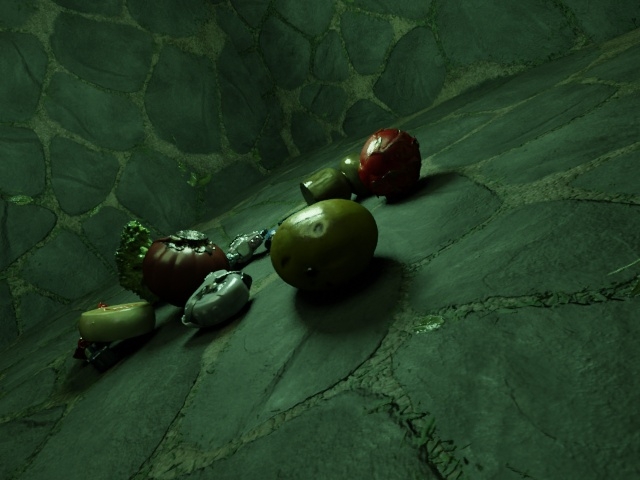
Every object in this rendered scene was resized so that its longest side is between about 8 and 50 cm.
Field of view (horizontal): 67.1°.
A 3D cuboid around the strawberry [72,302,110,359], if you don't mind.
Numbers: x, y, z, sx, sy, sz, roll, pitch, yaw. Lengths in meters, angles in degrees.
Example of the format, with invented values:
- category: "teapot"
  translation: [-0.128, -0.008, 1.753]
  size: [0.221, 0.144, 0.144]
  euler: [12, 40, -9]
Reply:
- category: "strawberry"
  translation: [-0.833, 0.358, 1.818]
  size: [0.190, 0.111, 0.237]
  euler: [-52, 20, 30]

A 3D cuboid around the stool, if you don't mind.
- category: "stool"
  translation: [0.069, -0.221, 1.958]
  size: [0.264, 0.179, 0.179]
  euler: [-31, 16, -11]

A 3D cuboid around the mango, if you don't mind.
- category: "mango"
  translation: [0.000, 0.000, 1.343]
  size: [0.301, 0.221, 0.445]
  euler: [-31, 13, -2]

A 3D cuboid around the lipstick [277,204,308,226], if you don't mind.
- category: "lipstick"
  translation: [-0.051, -0.135, 2.126]
  size: [0.312, 0.051, 0.051]
  euler: [-35, 15, -27]

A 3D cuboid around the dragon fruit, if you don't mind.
- category: "dragon fruit"
  translation: [0.252, -0.275, 1.736]
  size: [0.240, 0.253, 0.241]
  euler: [11, 16, -3]

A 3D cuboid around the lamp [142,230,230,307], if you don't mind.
- category: "lamp"
  translation: [-0.473, 0.100, 1.710]
  size: [0.302, 0.257, 0.303]
  euler: [11, 15, -3]

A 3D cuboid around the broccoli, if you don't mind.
- category: "broccoli"
  translation: [-0.644, 0.129, 1.996]
  size: [0.353, 0.396, 0.275]
  euler: [140, 148, -69]

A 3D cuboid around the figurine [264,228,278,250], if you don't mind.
- category: "figurine"
  translation: [-0.156, -0.006, 1.869]
  size: [0.086, 0.088, 0.149]
  euler: [7, -9, -40]

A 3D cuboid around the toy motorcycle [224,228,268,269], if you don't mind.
- category: "toy motorcycle"
  translation: [-0.318, 0.050, 1.912]
  size: [0.239, 0.108, 0.204]
  euler: [-52, 1, 26]

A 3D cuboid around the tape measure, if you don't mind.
- category: "tape measure"
  translation: [-0.311, 0.178, 1.489]
  size: [0.197, 0.120, 0.236]
  euler: [-14, 26, 34]

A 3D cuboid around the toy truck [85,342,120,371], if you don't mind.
- category: "toy truck"
  translation: [-0.755, 0.387, 1.651]
  size: [0.088, 0.074, 0.201]
  euler: [-42, 20, -26]

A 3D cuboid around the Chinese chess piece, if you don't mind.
- category: "Chinese chess piece"
  translation: [-0.705, 0.282, 1.682]
  size: [0.250, 0.097, 0.251]
  euler: [-7, 1, 0]
